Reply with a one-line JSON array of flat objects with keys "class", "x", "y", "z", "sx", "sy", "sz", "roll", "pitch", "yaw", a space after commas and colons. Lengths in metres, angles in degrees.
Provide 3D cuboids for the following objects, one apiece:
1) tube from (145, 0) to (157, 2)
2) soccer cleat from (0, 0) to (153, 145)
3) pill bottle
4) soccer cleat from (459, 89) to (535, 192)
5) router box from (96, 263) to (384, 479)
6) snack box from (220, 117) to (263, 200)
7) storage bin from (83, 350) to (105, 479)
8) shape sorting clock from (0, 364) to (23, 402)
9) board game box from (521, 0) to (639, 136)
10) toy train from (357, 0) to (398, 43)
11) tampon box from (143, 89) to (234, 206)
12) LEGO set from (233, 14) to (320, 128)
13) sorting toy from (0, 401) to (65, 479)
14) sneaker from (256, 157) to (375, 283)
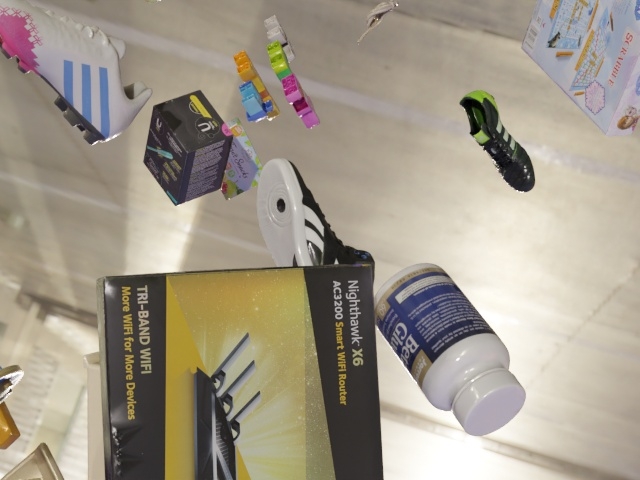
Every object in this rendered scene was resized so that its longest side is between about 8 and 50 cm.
[{"class": "tube", "x": -0.275, "y": -0.409, "z": 1.434, "sx": 0.240, "sy": 0.070, "sz": 0.062, "roll": 45, "pitch": 168, "yaw": -37}, {"class": "soccer cleat", "x": -0.375, "y": -0.285, "z": 1.641, "sx": 0.116, "sy": 0.143, "sz": 0.331, "roll": 45, "pitch": 176, "yaw": 45}, {"class": "pill bottle", "x": 0.127, "y": 0.108, "z": 1.106, "sx": 0.094, "sy": 0.094, "sz": 0.169, "roll": 35, "pitch": -166, "yaw": -47}, {"class": "soccer cleat", "x": 0.269, "y": -0.149, "z": 1.729, "sx": 0.060, "sy": 0.179, "sz": 0.072, "roll": -35, "pitch": 170, "yaw": 38}, {"class": "router box", "x": -0.070, "y": 0.179, "z": 1.005, "sx": 0.243, "sy": 0.309, "sz": 0.081, "roll": -3, "pitch": 178, "yaw": -17}, {"class": "snack box", "x": -0.181, "y": -0.166, "z": 2.293, "sx": 0.141, "sy": 0.100, "sz": 0.037, "roll": 63, "pitch": 178, "yaw": -27}, {"class": "storage bin", "x": -0.121, "y": 0.234, "z": 1.190, "sx": 0.123, "sy": 0.262, "sz": 0.260, "roll": 5, "pitch": -172, "yaw": 33}, {"class": "shape sorting clock", "x": -0.335, "y": 0.172, "z": 0.939, "sx": 0.040, "sy": 0.206, "sz": 0.206, "roll": 54, "pitch": 162, "yaw": 0}, {"class": "board game box", "x": 0.516, "y": -0.409, "z": 2.052, "sx": 0.066, "sy": 0.318, "sz": 0.319, "roll": -6, "pitch": 132, "yaw": -24}, {"class": "toy train", "x": 0.105, "y": -0.439, "z": 1.730, "sx": 0.143, "sy": 0.248, "sz": 0.105, "roll": 50, "pitch": 167, "yaw": -19}, {"class": "tampon box", "x": -0.238, "y": -0.165, "z": 2.018, "sx": 0.120, "sy": 0.101, "sz": 0.161, "roll": 53, "pitch": 148, "yaw": 22}, {"class": "LEGO set", "x": -0.061, "y": -0.203, "z": 1.523, "sx": 0.087, "sy": 0.227, "sz": 0.093, "roll": -27, "pitch": 126, "yaw": 9}, {"class": "sorting toy", "x": -0.416, "y": 0.372, "z": 1.457, "sx": 0.307, "sy": 0.229, "sz": 0.041, "roll": 54, "pitch": -167, "yaw": 28}, {"class": "sneaker", "x": 0.000, "y": 0.000, "z": 1.404, "sx": 0.121, "sy": 0.217, "sz": 0.079, "roll": -9, "pitch": 172, "yaw": -41}]
